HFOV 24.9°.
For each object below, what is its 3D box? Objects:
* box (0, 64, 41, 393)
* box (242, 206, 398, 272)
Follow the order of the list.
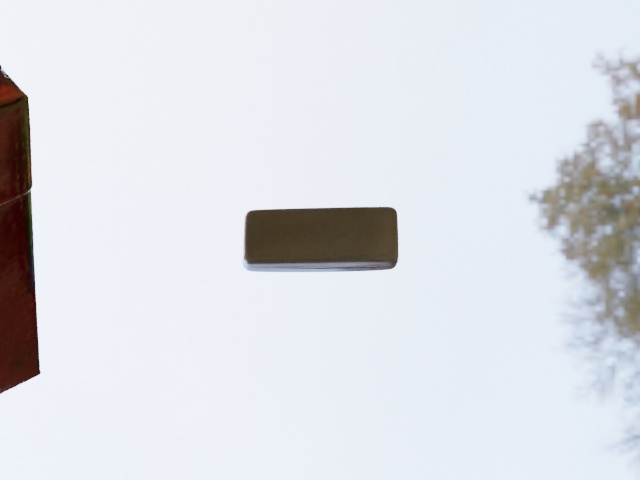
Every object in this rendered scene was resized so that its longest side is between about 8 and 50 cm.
[{"bbox_3d":[-0.307,0.020,1.034,0.197,0.089,0.313,-25,-34,-27],"label":"box"},{"bbox_3d":[0.000,0.000,1.066,0.025,0.115,0.048,83,-174,-62],"label":"box"}]
